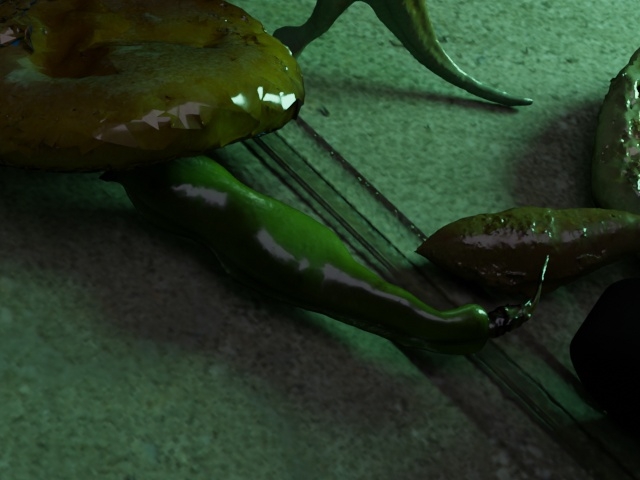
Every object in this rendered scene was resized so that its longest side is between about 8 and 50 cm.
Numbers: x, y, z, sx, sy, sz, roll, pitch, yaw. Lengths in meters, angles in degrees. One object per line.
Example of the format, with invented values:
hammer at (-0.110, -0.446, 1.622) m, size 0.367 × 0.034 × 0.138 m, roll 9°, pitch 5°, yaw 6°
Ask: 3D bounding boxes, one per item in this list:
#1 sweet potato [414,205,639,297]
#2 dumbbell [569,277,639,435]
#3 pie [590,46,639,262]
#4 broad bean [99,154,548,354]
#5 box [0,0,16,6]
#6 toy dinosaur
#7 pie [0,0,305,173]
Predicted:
sweet potato at (0.170, 0.005, 1.036) m, size 0.206 × 0.060 × 0.068 m, roll -9°, pitch 85°, yaw -6°
dumbbell at (0.287, 0.032, 0.958) m, size 0.152 × 0.152 × 0.218 m, roll 34°, pitch 71°, yaw 9°
pie at (0.369, -0.048, 1.151) m, size 0.339 × 0.077 × 0.339 m, roll 11°, pitch 49°, yaw -13°
broad bean at (-0.002, 0.008, 0.971) m, size 0.318 × 0.056 × 0.098 m, roll 18°, pitch 49°, yaw -4°
box at (-0.220, -0.239, 1.078) m, size 0.062 × 0.089 × 0.122 m, roll 33°, pitch 47°, yaw 20°
toy dinosaur at (0.020, -0.214, 1.098) m, size 0.393 × 0.205 × 0.092 m, roll 40°, pitch 40°, yaw -12°
pie at (-0.138, -0.120, 0.993) m, size 0.273 × 0.069 × 0.273 m, roll 5°, pitch 29°, yaw -3°
